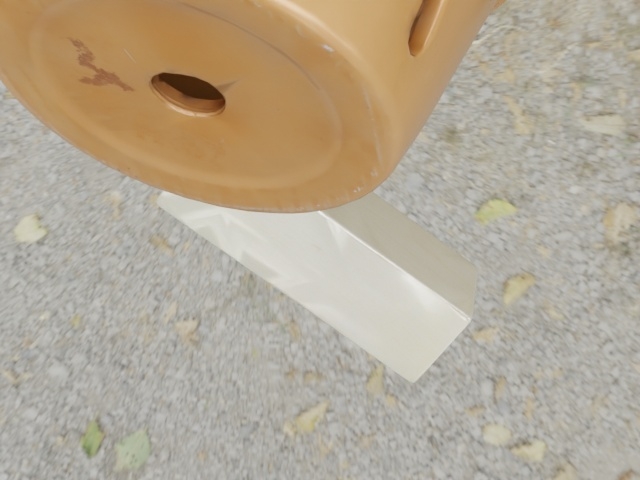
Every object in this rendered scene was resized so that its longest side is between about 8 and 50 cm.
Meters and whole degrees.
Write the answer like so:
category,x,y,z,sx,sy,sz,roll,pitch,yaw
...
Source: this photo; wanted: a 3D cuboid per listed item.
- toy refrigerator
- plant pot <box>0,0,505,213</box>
category,x,y,z,sx,sy,sz,roll,pitch,yaw
toy refrigerator,0.000,0.000,0.969,0.269,0.102,0.094,35,115,-6
plant pot,-0.033,-0.147,0.542,0.291,0.291,0.203,19,65,-5
